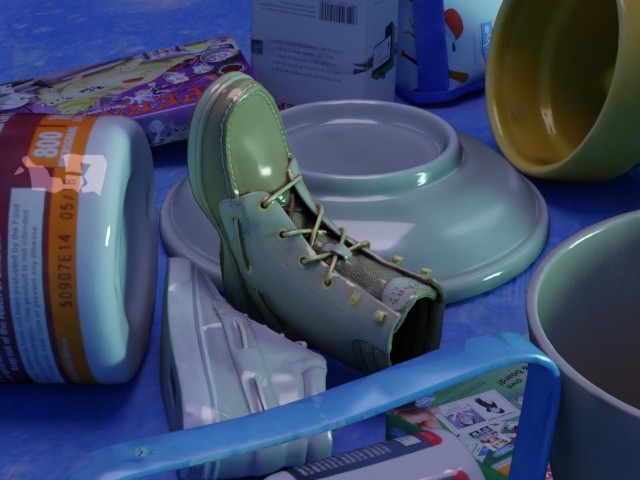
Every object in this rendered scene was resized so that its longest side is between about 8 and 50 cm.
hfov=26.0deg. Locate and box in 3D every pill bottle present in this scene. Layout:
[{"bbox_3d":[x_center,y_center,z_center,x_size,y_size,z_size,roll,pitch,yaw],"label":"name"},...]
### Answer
[{"bbox_3d":[-0.343,0.004,1.146,0.392,0.224,0.224,1,27,3],"label":"pill bottle"},{"bbox_3d":[0.013,0.193,0.890,0.180,0.108,0.108,-12,29,-21],"label":"pill bottle"}]

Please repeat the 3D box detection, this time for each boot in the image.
[{"bbox_3d":[0.000,0.000,1.113,0.203,0.262,0.095,24,46,37],"label":"boot"},{"bbox_3d":[-0.062,0.101,1.117,0.123,0.095,0.258,1,32,-13],"label":"boot"}]

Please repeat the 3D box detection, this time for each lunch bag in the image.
[{"bbox_3d":[0.156,-0.391,1.812,0.238,0.328,0.385,1,28,13],"label":"lunch bag"}]

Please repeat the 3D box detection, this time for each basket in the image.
[{"bbox_3d":[0.000,0.194,0.683,0.254,0.289,0.201,-14,29,-22],"label":"basket"}]

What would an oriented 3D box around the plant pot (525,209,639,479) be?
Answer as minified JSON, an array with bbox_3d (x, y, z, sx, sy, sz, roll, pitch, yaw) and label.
[{"bbox_3d":[0.239,0.155,0.769,0.256,0.274,0.256,-2,27,1],"label":"plant pot"}]

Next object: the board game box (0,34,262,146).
[{"bbox_3d":[-0.249,-0.156,1.620,0.346,0.056,0.208,-14,32,-9],"label":"board game box"}]

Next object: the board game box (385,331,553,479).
[{"bbox_3d":[0.235,0.130,1.079,0.317,0.046,0.213,-23,35,-38],"label":"board game box"}]

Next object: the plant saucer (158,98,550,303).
[{"bbox_3d":[0.034,-0.061,1.410,0.400,0.101,0.400,-1,27,0],"label":"plant saucer"}]

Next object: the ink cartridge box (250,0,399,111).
[{"bbox_3d":[0.005,-0.245,1.647,0.160,0.219,0.092,14,27,25],"label":"ink cartridge box"}]

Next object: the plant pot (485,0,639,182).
[{"bbox_3d":[0.344,-0.184,1.510,0.239,0.254,0.254,4,23,-26],"label":"plant pot"}]
